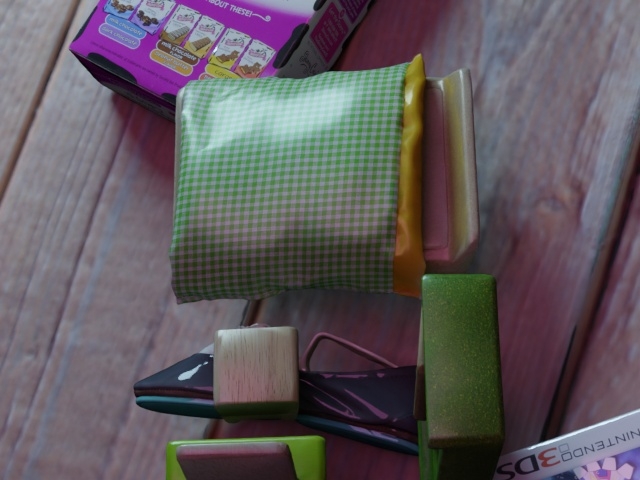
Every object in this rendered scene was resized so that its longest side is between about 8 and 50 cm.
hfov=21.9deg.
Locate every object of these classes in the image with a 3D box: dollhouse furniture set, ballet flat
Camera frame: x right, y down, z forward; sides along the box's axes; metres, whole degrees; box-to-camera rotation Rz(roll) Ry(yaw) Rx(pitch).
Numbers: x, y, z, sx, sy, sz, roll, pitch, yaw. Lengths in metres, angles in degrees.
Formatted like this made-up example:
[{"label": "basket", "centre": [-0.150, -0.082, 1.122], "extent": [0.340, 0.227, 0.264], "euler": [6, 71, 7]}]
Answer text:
[{"label": "dollhouse furniture set", "centre": [0.000, 0.000, 0.992], "extent": [0.198, 0.151, 0.301], "euler": [-2, 67, 2]}, {"label": "ballet flat", "centre": [-0.020, 0.092, 1.077], "extent": [0.203, 0.074, 0.074], "euler": [8, 72, 14]}]

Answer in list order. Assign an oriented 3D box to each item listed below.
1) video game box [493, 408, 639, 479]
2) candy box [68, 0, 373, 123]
[{"label": "video game box", "centre": [0.177, 0.211, 0.981], "extent": [0.187, 0.048, 0.205], "euler": [-22, 64, 11]}, {"label": "candy box", "centre": [-0.049, -0.189, 1.193], "extent": [0.159, 0.071, 0.233], "euler": [29, 81, 24]}]
